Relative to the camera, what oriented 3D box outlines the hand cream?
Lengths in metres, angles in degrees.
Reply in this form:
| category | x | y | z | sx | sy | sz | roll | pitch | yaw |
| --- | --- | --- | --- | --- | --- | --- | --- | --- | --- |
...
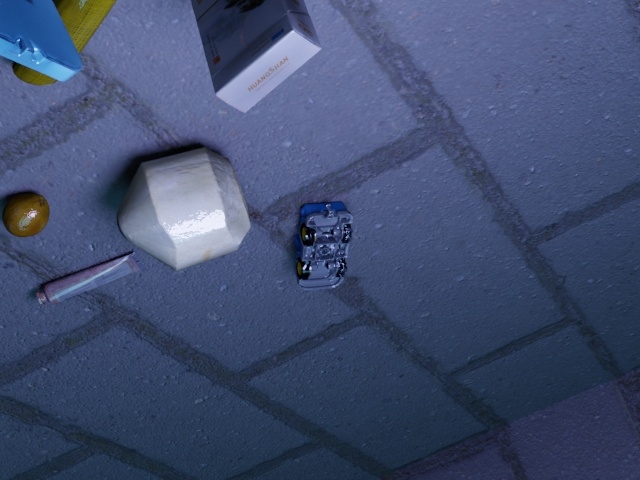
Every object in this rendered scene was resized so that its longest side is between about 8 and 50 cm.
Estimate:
| category | x | y | z | sx | sy | sz | roll | pitch | yaw |
| --- | --- | --- | --- | --- | --- | --- | --- | --- | --- |
| hand cream | -0.452 | 0.075 | 2.033 | 0.209 | 0.043 | 0.067 | -21 | 149 | -4 |

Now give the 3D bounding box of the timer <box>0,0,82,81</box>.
| category | x | y | z | sx | sy | sz | roll | pitch | yaw |
| --- | --- | --- | --- | --- | --- | --- | --- | --- | --- |
| timer | -0.419 | -0.300 | 1.256 | 0.091 | 0.250 | 0.232 | -38 | 158 | 14 |

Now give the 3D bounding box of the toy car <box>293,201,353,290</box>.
| category | x | y | z | sx | sy | sz | roll | pitch | yaw |
| --- | --- | --- | --- | --- | --- | --- | --- | --- | --- |
| toy car | 0.000 | 0.000 | 2.075 | 0.097 | 0.100 | 0.191 | -4 | 125 | -18 |

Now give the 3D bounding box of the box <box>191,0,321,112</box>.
| category | x | y | z | sx | sy | sz | roll | pitch | yaw |
| --- | --- | --- | --- | --- | --- | --- | --- | --- | --- |
| box | -0.096 | -0.311 | 1.436 | 0.149 | 0.233 | 0.067 | -36 | 142 | 27 |

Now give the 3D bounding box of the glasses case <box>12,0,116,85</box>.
| category | x | y | z | sx | sy | sz | roll | pitch | yaw |
| --- | --- | --- | --- | --- | --- | --- | --- | --- | --- |
| glasses case | -0.363 | -0.307 | 1.483 | 0.079 | 0.064 | 0.234 | 7 | 140 | -43 |

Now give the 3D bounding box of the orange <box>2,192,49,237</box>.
| category | x | y | z | sx | sy | sz | roll | pitch | yaw |
| --- | --- | --- | --- | --- | --- | --- | --- | --- | --- |
| orange | -0.506 | -0.044 | 1.795 | 0.085 | 0.085 | 0.085 | -12 | 147 | -8 |

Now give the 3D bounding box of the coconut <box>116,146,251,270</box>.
| category | x | y | z | sx | sy | sz | roll | pitch | yaw |
| --- | --- | --- | --- | --- | --- | --- | --- | --- | --- |
| coconut | -0.239 | -0.051 | 1.795 | 0.221 | 0.202 | 0.202 | -15 | 147 | -5 |
